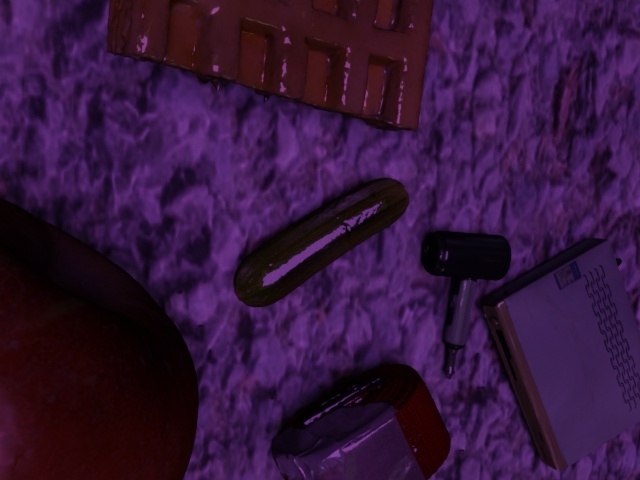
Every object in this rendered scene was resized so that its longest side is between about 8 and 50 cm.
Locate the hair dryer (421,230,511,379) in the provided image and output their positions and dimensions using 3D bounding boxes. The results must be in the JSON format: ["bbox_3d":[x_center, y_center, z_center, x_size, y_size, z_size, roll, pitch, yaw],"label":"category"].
[{"bbox_3d":[0.173,0.086,0.748,0.100,0.057,0.198,3,103,-14],"label":"hair dryer"}]

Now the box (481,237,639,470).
[{"bbox_3d":[0.350,0.153,0.806,0.210,0.045,0.270,-29,104,-10],"label":"box"}]

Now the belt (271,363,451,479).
[{"bbox_3d":[0.044,0.228,0.687,0.200,0.128,0.124,-29,104,-14],"label":"belt"}]

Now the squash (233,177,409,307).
[{"bbox_3d":[0.000,0.000,0.677,0.228,0.066,0.066,-32,105,-10],"label":"squash"}]

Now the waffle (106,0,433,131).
[{"bbox_3d":[-0.025,-0.286,0.585,0.348,0.077,0.305,5,94,-31],"label":"waffle"}]

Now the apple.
[{"bbox_3d":[-0.269,0.135,0.476,0.348,0.348,0.277,39,91,-17],"label":"apple"}]
